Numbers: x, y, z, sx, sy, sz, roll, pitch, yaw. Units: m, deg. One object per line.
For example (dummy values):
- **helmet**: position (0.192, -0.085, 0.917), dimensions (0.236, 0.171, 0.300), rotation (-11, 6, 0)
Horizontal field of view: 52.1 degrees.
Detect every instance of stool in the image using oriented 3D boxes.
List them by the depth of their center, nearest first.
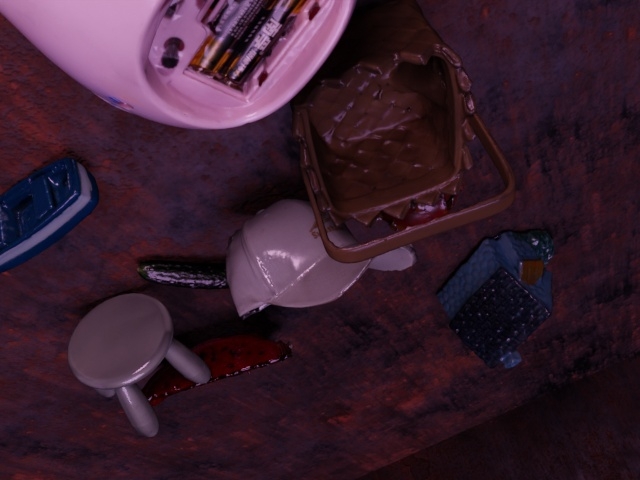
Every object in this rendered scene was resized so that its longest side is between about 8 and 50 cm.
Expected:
- **stool**: position (-0.345, 0.233, 1.242), dimensions (0.195, 0.195, 0.198), rotation (-44, 143, -24)

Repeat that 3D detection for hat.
- **hat**: position (-0.001, 0.007, 1.065), dimensions (0.258, 0.167, 0.302), rotation (-24, -170, -41)

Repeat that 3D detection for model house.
- **model house**: position (0.455, 0.144, 1.519), dimensions (0.226, 0.241, 0.261), rotation (3, 138, -27)

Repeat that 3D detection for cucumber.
- **cucumber**: position (-0.234, 0.062, 1.218), dimensions (0.215, 0.052, 0.058), rotation (4, 118, -30)

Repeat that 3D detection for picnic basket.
- **picnic basket**: position (0.093, -0.133, 0.897), dimensions (0.254, 0.320, 0.291), rotation (-18, 143, 2)

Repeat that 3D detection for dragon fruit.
- **dragon fruit**: position (0.141, -0.071, 1.193), dimensions (0.246, 0.125, 0.125), rotation (-14, 162, 18)
- **dragon fruit**: position (-0.229, 0.270, 1.441), dimensions (0.344, 0.100, 0.282), rotation (-18, 168, -4)

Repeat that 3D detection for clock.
- **clock**: position (-0.154, -0.280, 0.623), dimensions (0.377, 0.250, 0.368), rotation (15, 131, -41)

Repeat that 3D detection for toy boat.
- **toy boat**: position (-0.453, -0.014, 0.970), dimensions (0.299, 0.096, 0.062), rotation (-30, 153, 16)
